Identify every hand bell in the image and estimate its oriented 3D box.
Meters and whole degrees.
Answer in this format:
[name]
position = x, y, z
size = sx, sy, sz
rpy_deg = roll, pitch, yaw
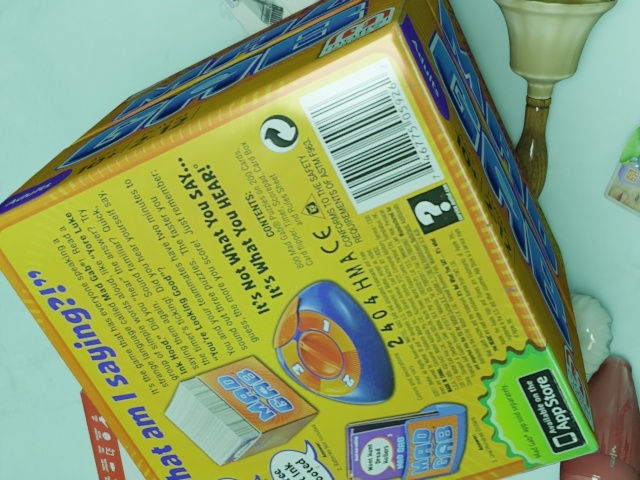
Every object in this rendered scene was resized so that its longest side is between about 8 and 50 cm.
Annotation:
[hand bell]
position = 0.224, -0.138, 0.947
size = 0.126, 0.126, 0.242
rpy_deg = 12, 118, 19

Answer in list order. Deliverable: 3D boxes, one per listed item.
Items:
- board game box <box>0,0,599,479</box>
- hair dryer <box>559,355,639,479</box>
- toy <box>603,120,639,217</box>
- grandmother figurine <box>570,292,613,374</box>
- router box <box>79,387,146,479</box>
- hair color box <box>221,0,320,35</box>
[board game box]
position = 0.000, 0.000, 0.828
size = 0.356, 0.356, 0.357
rpy_deg = -22, 110, 18
[hair dryer]
position = 0.266, 0.261, 0.975
size = 0.080, 0.223, 0.294
rpy_deg = 24, 89, -1
[toy]
position = 0.398, -0.037, 0.880
size = 0.237, 0.056, 0.137
rpy_deg = 35, 126, 27
[grandmother figurine]
position = 0.171, 0.156, 1.027
size = 0.342, 0.104, 0.208
rpy_deg = -29, 99, 27
[router box]
position = -0.131, 0.329, 1.147
size = 0.301, 0.082, 0.336
rpy_deg = 7, 117, 23
[hair color box]
position = 0.002, -0.360, 0.905
size = 0.185, 0.110, 0.339
rpy_deg = 51, 136, 4
